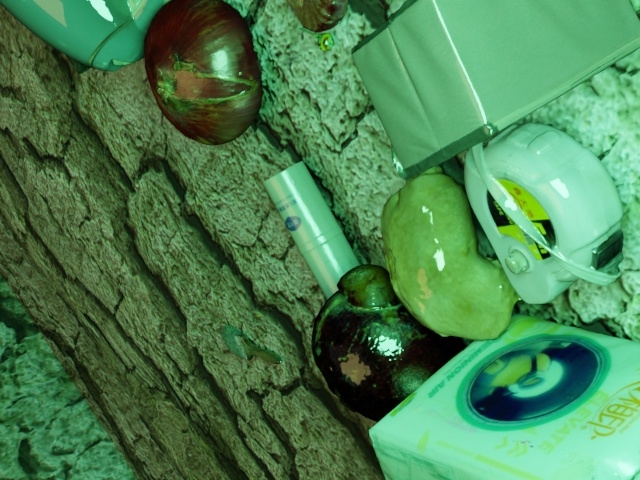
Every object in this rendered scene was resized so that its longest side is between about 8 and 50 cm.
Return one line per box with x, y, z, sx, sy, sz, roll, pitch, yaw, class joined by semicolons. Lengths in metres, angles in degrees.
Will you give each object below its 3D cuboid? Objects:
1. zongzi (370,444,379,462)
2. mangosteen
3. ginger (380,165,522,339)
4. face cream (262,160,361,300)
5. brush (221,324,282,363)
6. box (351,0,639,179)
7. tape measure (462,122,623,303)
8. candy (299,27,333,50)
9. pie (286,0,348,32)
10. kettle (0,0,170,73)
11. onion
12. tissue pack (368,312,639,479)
0.141;0.373;2.027;0.113;0.052;0.104;33;152;18;zongzi
0.114;0.122;1.691;0.231;0.231;0.289;38;111;34;mangosteen
0.159;0.018;1.563;0.267;0.152;0.138;60;160;6;ginger
0.000;0.000;1.860;0.250;0.077;0.077;60;152;-2;face cream
-0.134;0.218;2.343;0.196;0.021;0.070;14;128;50;brush
0.181;-0.198;1.204;0.153;0.252;0.188;62;152;-2;box
0.262;-0.039;1.363;0.236;0.120;0.197;60;158;-11;tape measure
-0.008;-0.289;1.665;0.083;0.023;0.025;33;158;50;candy
-0.016;-0.356;1.593;0.153;0.038;0.153;40;145;35;pie
-0.385;-0.453;1.923;0.342;0.247;0.319;49;125;3;kettle
-0.193;-0.268;1.852;0.248;0.161;0.248;170;90;-71;onion
0.288;0.243;1.421;0.388;0.287;0.162;11;132;55;tissue pack
